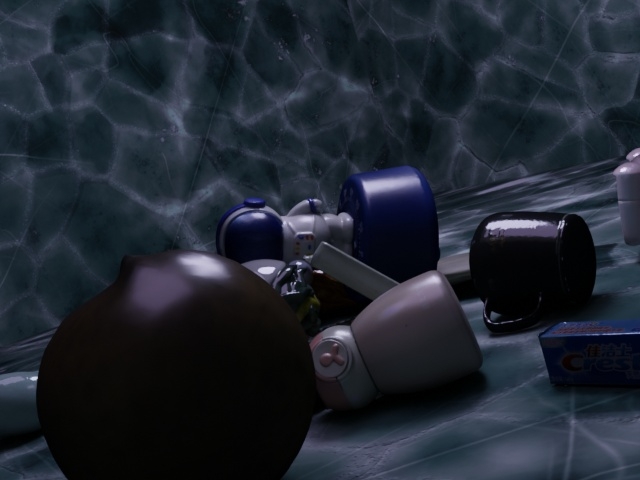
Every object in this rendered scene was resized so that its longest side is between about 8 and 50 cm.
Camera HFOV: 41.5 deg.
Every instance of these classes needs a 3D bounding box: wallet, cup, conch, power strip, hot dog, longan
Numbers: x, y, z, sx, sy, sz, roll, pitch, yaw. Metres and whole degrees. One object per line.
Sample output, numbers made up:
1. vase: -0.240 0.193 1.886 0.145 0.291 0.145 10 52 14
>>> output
1. wallet: 0.319 0.057 1.734 0.275 0.068 0.335 -11 1 20
2. cup: 0.334 0.054 1.339 0.177 0.169 0.223 -4 46 34
3. conch: -0.545 0.297 1.577 0.221 0.120 0.185 -12 -2 -40
4. power strip: 0.101 0.081 1.327 0.271 0.046 0.118 29 -1 14
5. hot dog: -0.056 0.093 1.870 0.388 0.174 0.267 -14 8 13
6. longan: -0.153 0.157 0.917 0.319 0.318 0.319 -16 6 2

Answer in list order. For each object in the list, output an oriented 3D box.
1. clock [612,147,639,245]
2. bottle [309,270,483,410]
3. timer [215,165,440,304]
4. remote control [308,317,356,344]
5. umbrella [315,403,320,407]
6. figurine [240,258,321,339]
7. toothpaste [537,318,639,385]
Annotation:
1. clock: 0.720 -0.098 1.522 0.326 0.183 0.342 -9 14 27
2. bottle: 0.083 0.149 1.134 0.237 0.147 0.147 -24 5 3
3. timer: 0.000 0.000 1.556 0.384 0.270 0.270 -2 2 -13
4. remote control: 0.058 0.164 1.523 0.222 0.042 0.072 -17 6 -14
5. umbrella: -0.004 0.212 1.213 0.071 0.070 0.248 -12 14 37
6. figurine: -0.103 0.149 1.333 0.186 0.260 0.382 16 -20 -8
7. toothpaste: 0.367 0.121 0.917 0.053 0.066 0.272 -22 8 -39
